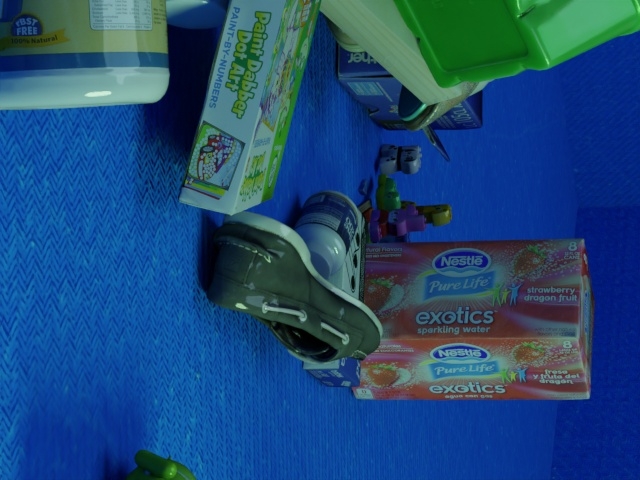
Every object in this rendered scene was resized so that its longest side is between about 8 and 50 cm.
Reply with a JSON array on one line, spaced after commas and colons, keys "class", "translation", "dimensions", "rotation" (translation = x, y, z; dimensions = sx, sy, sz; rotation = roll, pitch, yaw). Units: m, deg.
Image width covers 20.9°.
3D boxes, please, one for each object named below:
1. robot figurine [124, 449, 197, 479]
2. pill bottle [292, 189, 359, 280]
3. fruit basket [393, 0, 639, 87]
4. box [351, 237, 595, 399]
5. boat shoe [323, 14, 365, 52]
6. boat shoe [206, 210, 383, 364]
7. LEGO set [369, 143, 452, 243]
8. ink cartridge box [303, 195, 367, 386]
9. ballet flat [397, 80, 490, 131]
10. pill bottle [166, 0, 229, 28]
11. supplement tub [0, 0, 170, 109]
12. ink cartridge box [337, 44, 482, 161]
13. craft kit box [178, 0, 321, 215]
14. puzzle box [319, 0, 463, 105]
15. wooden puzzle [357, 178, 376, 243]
[{"class": "robot figurine", "translation": [-0.136, 0.220, 1.395], "dimensions": [0.115, 0.067, 0.101], "rotation": [-56, 142, -64]}, {"class": "pill bottle", "translation": [0.000, 0.000, 1.915], "dimensions": [0.120, 0.067, 0.067], "rotation": [-67, 152, -56]}, {"class": "fruit basket", "translation": [0.234, -0.388, 1.867], "dimensions": [0.392, 0.283, 0.392], "rotation": [5, 83, -41]}, {"class": "box", "translation": [0.180, 0.097, 2.127], "dimensions": [0.142, 0.300, 0.154], "rotation": [70, 25, -51]}, {"class": "boat shoe", "translation": [0.036, -0.362, 2.022], "dimensions": [0.098, 0.109, 0.302], "rotation": [49, 36, -59]}, {"class": "boat shoe", "translation": [-0.032, 0.073, 1.748], "dimensions": [0.095, 0.112, 0.335], "rotation": [-68, 153, -15]}, {"class": "LEGO set", "translation": [0.123, -0.040, 2.280], "dimensions": [0.227, 0.093, 0.087], "rotation": [-80, 164, -57]}, {"class": "ink cartridge box", "translation": [0.019, 0.060, 2.021], "dimensions": [0.097, 0.046, 0.207], "rotation": [46, 45, -67]}, {"class": "ballet flat", "translation": [0.186, -0.255, 2.059], "dimensions": [0.106, 0.107, 0.316], "rotation": [28, 71, -27]}, {"class": "pill bottle", "translation": [-0.107, -0.270, 1.509], "dimensions": [0.087, 0.087, 0.160], "rotation": [47, 45, -68]}, {"class": "supplement tub", "translation": [-0.175, -0.188, 1.142], "dimensions": [0.144, 0.144, 0.200], "rotation": [-16, 104, -74]}, {"class": "ink cartridge box", "translation": [0.123, -0.304, 2.253], "dimensions": [0.270, 0.151, 0.395], "rotation": [35, 57, -71]}, {"class": "craft kit box", "translation": [-0.055, -0.153, 1.568], "dimensions": [0.250, 0.061, 0.247], "rotation": [-39, 146, -82]}, {"class": "puzzle box", "translation": [0.083, -0.390, 1.956], "dimensions": [0.272, 0.052, 0.409], "rotation": [37, 50, -41]}, {"class": "wooden puzzle", "translation": [0.061, -0.014, 2.243], "dimensions": [0.078, 0.014, 0.116], "rotation": [-57, 142, -65]}]
